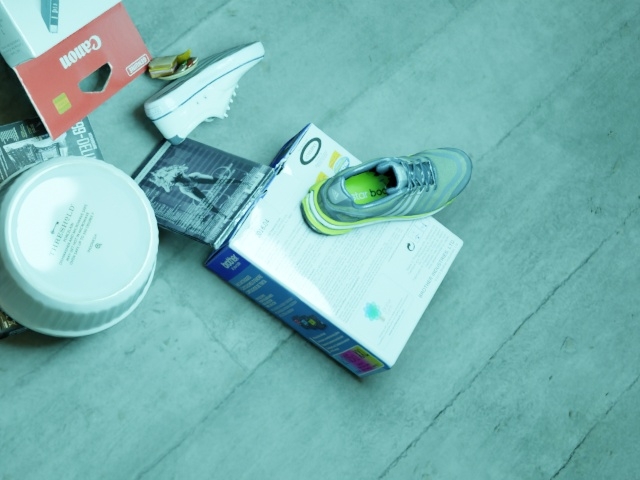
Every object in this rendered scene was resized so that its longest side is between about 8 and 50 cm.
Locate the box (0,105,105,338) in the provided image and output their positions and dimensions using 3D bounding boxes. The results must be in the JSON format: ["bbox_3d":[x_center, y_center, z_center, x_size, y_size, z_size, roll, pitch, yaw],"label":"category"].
[{"bbox_3d":[-0.431,-0.033,1.818,0.242,0.076,0.308,-20,85,-25],"label":"box"}]

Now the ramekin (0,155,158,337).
[{"bbox_3d":[-0.360,0.001,1.725,0.272,0.127,0.273,5,76,-21],"label":"ramekin"}]

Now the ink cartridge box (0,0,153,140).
[{"bbox_3d":[-0.376,-0.337,1.824,0.261,0.066,0.296,61,39,-19],"label":"ink cartridge box"}]

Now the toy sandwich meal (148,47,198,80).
[{"bbox_3d":[-0.244,-0.294,1.962,0.085,0.085,0.029,-35,120,-25],"label":"toy sandwich meal"}]

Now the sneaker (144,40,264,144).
[{"bbox_3d":[-0.184,-0.247,1.969,0.258,0.094,0.091,-39,115,-32],"label":"sneaker"}]

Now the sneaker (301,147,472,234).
[{"bbox_3d":[0.124,-0.086,1.867,0.300,0.121,0.111,-19,83,-26],"label":"sneaker"}]

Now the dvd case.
[{"bbox_3d":[-0.204,-0.083,1.877,0.221,0.018,0.164,21,62,30],"label":"dvd case"}]

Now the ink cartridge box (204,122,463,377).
[{"bbox_3d":[0.000,0.000,1.939,0.395,0.151,0.270,38,64,-10],"label":"ink cartridge box"}]
